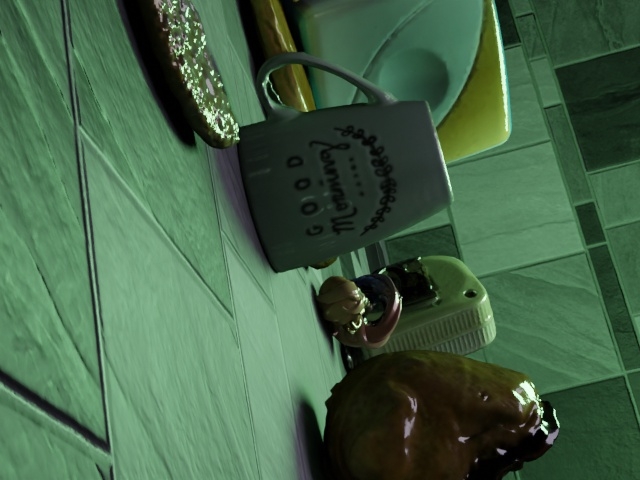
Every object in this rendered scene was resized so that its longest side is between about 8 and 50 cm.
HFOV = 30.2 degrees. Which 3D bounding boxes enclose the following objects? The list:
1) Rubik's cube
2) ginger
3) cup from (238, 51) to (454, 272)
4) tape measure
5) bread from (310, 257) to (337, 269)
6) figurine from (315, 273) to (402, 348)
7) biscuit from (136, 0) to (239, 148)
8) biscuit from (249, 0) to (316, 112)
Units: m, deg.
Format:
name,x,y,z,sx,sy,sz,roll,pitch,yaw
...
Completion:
name,x,y,z,sx,sy,sz,roll,pitch,yaw
Rubik's cube,0.130,-0.331,2.161,0.351,0.347,0.352,-112,-172,-63
ginger,0.123,0.223,1.434,0.223,0.269,0.200,46,-14,-8
cup,0.024,-0.113,1.440,0.186,0.234,0.258,-83,155,-75
tape measure,0.137,0.122,2.022,0.231,0.271,0.133,-124,-167,-61
bread,0.000,0.000,1.748,0.113,0.060,0.082,27,47,-84
figurine,0.047,0.107,1.803,0.126,0.114,0.157,45,25,25
biscuit,-0.137,-0.198,1.068,0.141,0.038,0.289,-88,161,-67
biscuit,-0.066,-0.299,1.863,0.376,0.051,0.269,-103,174,-46
